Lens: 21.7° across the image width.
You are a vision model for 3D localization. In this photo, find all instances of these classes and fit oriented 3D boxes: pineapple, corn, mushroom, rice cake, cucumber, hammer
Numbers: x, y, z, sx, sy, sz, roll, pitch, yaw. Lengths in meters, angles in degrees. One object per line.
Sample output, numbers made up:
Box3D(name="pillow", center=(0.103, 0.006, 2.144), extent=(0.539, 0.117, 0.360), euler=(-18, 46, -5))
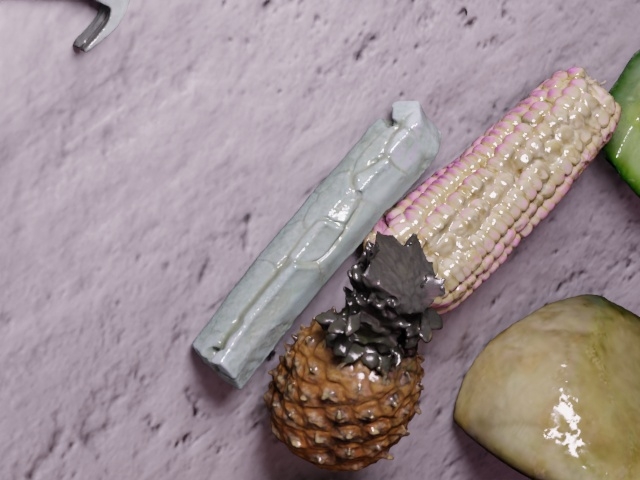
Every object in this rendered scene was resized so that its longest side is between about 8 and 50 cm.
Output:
Box3D(name="pineapple", center=(0.046, 0.098, 1.636), extent=(0.157, 0.158, 0.279), euler=(-10, 140, -32))
Box3D(name="corn", center=(0.186, -0.051, 1.739), extent=(0.335, 0.126, 0.127), euler=(-40, 128, -17))
Box3D(name="mushroom", center=(0.337, 0.188, 1.888), extent=(0.292, 0.217, 0.212), euler=(22, 94, -39))
Box3D(name="rice cake", center=(0.000, 0.000, 1.666), extent=(0.336, 0.063, 0.066), euler=(-52, 137, -6))
Box3D(name="cucumber", center=(0.418, -0.129, 1.832), extent=(0.130, 0.191, 0.191), euler=(34, 89, -41))
Box3D(name="hammer", center=(-0.273, -0.210, 1.401), extent=(0.246, 0.029, 0.103), euler=(-4, 112, -32))
